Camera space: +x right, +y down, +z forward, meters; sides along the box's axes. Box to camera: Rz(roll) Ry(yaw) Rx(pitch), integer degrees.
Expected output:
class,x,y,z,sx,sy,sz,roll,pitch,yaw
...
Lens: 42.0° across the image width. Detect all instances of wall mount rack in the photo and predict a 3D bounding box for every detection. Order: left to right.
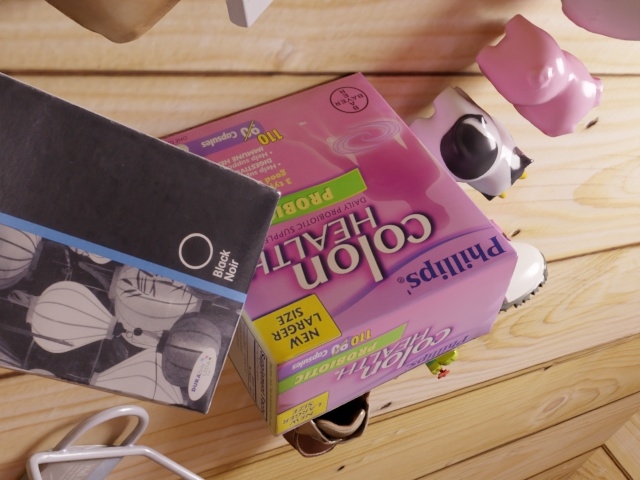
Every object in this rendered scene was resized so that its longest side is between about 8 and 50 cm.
class,x,y,z,sx,sy,sz,roll,pitch,yaw
wall mount rack,-0.277,0.357,1.034,0.350,0.130,0.304,-47,147,20

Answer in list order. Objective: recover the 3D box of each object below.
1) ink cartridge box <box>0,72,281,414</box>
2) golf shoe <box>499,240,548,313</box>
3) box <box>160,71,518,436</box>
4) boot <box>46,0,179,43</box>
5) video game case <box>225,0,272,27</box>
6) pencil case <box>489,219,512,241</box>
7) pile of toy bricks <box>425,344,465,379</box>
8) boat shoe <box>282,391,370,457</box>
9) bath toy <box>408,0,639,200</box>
class,x,y,z,sx,sy,sz,roll,pitch,yaw
ink cartridge box,-0.195,-0.012,0.502,0.332,0.065,0.165,20,86,-30
golf shoe,0.145,0.022,0.965,0.273,0.105,0.120,-5,123,-14
box,0.000,0.000,0.706,0.213,0.243,0.117,-22,147,-19
boot,-0.124,-0.248,0.415,0.236,0.089,0.269,-40,152,14
video game case,-0.022,-0.236,0.517,0.143,0.019,0.157,-54,158,-26
pencil case,0.167,0.063,1.087,0.209,0.098,0.095,-35,131,-4
pile of toy bricks,0.153,0.144,1.177,0.212,0.105,0.118,-39,149,8
boat shoe,0.004,0.219,1.116,0.123,0.116,0.324,-16,143,-15
bath toy,0.209,-0.140,0.824,0.348,0.129,0.151,-48,171,20
